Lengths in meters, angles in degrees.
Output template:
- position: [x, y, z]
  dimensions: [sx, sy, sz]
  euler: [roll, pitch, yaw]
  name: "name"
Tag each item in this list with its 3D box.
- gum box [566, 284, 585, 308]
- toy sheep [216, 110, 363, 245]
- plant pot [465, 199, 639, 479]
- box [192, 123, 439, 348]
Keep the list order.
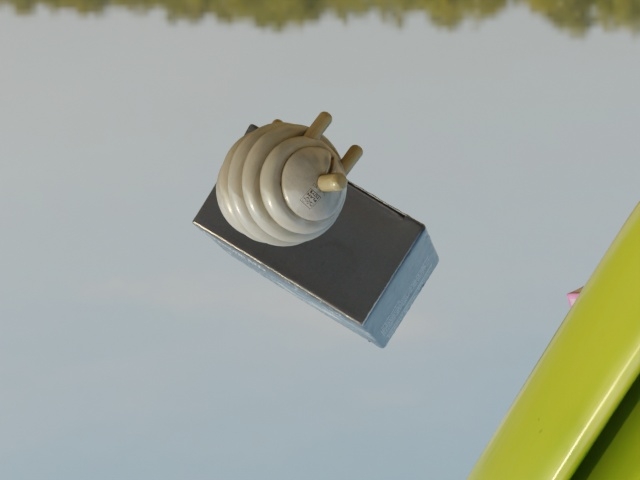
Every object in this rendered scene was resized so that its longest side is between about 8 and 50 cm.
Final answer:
- position: [0.275, 0.062, 1.337]
  dimensions: [0.188, 0.107, 0.062]
  euler: [-22, -170, -35]
  name: "gum box"
- position: [-0.021, -0.039, 1.174]
  dimensions: [0.091, 0.091, 0.132]
  euler: [-8, 179, -29]
  name: "toy sheep"
- position: [0.178, 0.090, 0.549]
  dimensions: [0.227, 0.228, 0.207]
  euler: [-11, -132, -47]
  name: "plant pot"
- position: [0.000, 0.000, 1.382]
  dimensions: [0.156, 0.093, 0.158]
  euler: [31, 175, 12]
  name: "box"
